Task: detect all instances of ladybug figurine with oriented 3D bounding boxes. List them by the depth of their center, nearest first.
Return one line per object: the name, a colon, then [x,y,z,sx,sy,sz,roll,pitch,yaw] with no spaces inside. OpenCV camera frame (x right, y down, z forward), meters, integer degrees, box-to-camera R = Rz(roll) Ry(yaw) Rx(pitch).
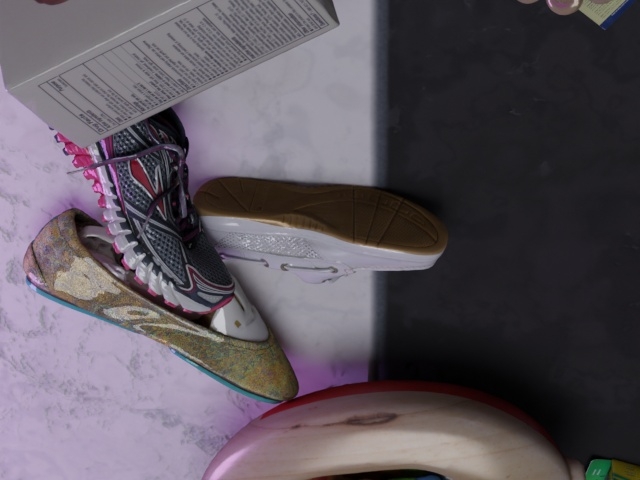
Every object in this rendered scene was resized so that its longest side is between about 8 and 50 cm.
ladybug figurine: [0.082,0.278,2.154,0.449,0.162,0.305,-4,126,10]

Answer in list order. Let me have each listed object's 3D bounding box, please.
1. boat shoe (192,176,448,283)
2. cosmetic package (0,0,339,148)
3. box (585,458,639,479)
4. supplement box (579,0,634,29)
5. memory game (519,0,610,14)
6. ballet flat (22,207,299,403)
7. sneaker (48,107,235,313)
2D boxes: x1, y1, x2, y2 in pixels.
boat shoe: [0.000,0.000,2.007,0.277,0.098,0.096,10,127,11]
cosmetic package: [-0.153,-0.224,1.789,0.296,0.129,0.153,-24,152,13]
box: [0.393,0.324,2.226,0.179,0.043,0.105,16,126,-3]
supplement box: [0.272,-0.267,1.799,0.083,0.056,0.083,34,122,-17]
memory game: [0.227,-0.304,1.752,0.186,0.012,0.186,9,109,26]
ballet flat: [-0.158,0.068,2.067,0.349,0.123,0.123,27,125,-13]
sneaker: [-0.173,-0.060,1.925,0.112,0.121,0.299,-28,97,20]
